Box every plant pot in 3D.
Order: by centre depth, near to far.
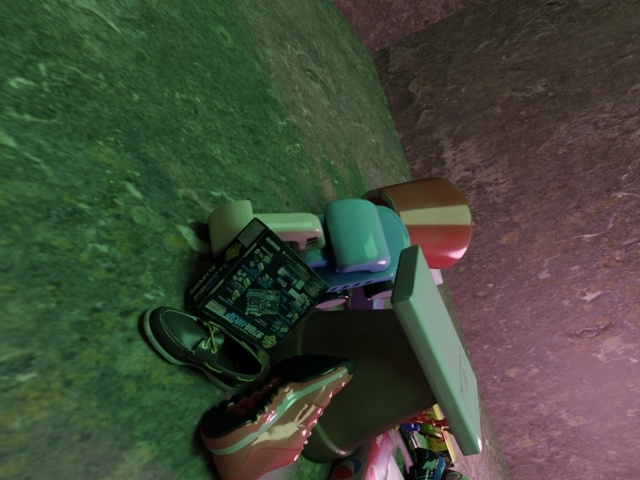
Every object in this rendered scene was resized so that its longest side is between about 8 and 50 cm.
[{"bbox_3d":[0.096,0.274,1.075,0.323,0.280,0.323,50,30,-42],"label":"plant pot"},{"bbox_3d":[0.242,-0.046,1.444,0.243,0.275,0.275,-4,71,-34],"label":"plant pot"}]

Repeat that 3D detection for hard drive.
[{"bbox_3d":[0.237,0.210,1.024,0.353,0.047,0.233,64,22,-16],"label":"hard drive"}]

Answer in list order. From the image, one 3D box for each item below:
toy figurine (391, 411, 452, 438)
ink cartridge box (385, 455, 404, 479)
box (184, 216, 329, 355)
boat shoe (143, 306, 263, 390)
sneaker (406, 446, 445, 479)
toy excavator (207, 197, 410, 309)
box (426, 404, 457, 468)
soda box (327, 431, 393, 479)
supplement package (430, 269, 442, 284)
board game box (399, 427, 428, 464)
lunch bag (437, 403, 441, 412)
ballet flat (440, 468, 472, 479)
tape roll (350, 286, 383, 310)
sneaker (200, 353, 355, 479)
[{"bbox_3d":[0.292,0.435,1.472,0.362,0.191,0.217,37,45,-46],"label":"toy figurine"},{"bbox_3d":[0.189,0.685,1.234,0.371,0.069,0.176,66,21,-16],"label":"ink cartridge box"},{"bbox_3d":[-0.102,0.089,0.908,0.051,0.175,0.220,37,-7,44],"label":"box"},{"bbox_3d":[-0.175,0.162,0.794,0.228,0.068,0.081,49,29,-43],"label":"boat shoe"},{"bbox_3d":[0.282,0.702,1.447,0.090,0.081,0.232,25,45,4],"label":"sneaker"},{"bbox_3d":[0.000,0.000,1.116,0.445,0.432,0.223,95,-17,-70],"label":"toy excavator"},{"bbox_3d":[0.376,0.642,1.711,0.058,0.087,0.233,-14,86,-69],"label":"box"},{"bbox_3d":[0.085,0.497,1.104,0.084,0.092,0.263,65,21,-9],"label":"soda box"},{"bbox_3d":[0.350,0.054,2.056,0.293,0.177,0.175,50,29,-41],"label":"supplement package"},{"bbox_3d":[0.277,0.570,1.612,0.260,0.030,0.136,67,19,-8],"label":"board game box"},{"bbox_3d":[0.412,0.460,1.870,0.224,0.160,0.262,58,29,-26],"label":"lunch bag"},{"bbox_3d":[0.371,0.720,1.387,0.342,0.116,0.124,-41,149,-64],"label":"ballet flat"},{"bbox_3d":[0.213,0.200,1.537,0.274,0.090,0.275,4,84,-45],"label":"tape roll"},{"bbox_3d":[-0.057,0.294,0.856,0.313,0.115,0.136,-21,105,-43],"label":"sneaker"}]
